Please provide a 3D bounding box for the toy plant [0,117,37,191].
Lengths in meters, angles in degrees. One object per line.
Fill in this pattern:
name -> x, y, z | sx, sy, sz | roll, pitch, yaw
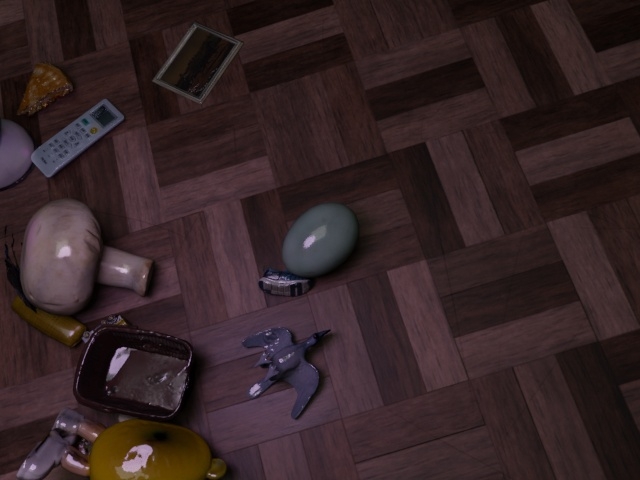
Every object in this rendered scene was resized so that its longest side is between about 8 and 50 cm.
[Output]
toy plant -> -1.007, -0.303, 1.770 | 0.247, 0.332, 0.247 | -2, 73, 7

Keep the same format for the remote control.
remote control -> -0.738, -0.310, 1.886 | 0.293, 0.051, 0.103 | -43, 72, -12

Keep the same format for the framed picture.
framed picture -> -0.387, -0.564, 1.946 | 0.197, 0.014, 0.252 | 27, 77, 15

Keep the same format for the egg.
egg -> 0.000, 0.000, 1.622 | 0.231, 0.168, 0.168 | -44, 72, -5

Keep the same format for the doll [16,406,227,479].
doll -> -0.480, 0.525, 1.459 | 0.423, 0.161, 0.348 | 29, 38, 23

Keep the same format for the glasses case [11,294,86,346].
glasses case -> -0.751, 0.215, 1.700 | 0.234, 0.064, 0.079 | 26, 69, 17

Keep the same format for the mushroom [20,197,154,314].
mushroom -> -0.652, 0.064, 1.622 | 0.356, 0.315, 0.315 | 36, 79, 17

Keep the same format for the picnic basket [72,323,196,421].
picnic basket -> -0.459, 0.342, 1.585 | 0.297, 0.129, 0.222 | 9, 71, 9

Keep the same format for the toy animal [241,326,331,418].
toy animal -> -0.083, 0.317, 1.575 | 0.255, 0.176, 0.239 | -46, 64, 27

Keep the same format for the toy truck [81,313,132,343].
toy truck -> -0.576, 0.249, 1.672 | 0.123, 0.052, 0.062 | -36, 77, -7

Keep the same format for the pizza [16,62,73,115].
pizza -> -0.878, -0.461, 1.952 | 0.188, 0.062, 0.199 | 39, 86, 30

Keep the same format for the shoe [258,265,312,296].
shoe -> -0.093, 0.107, 1.659 | 0.143, 0.063, 0.071 | 4, 53, 3

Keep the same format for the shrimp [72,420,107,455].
shrimp -> -0.570, 0.552, 1.570 | 0.101, 0.042, 0.190 | -21, 69, -12

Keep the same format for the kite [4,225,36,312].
kite -> -0.831, 0.071, 1.692 | 0.015, 0.152, 0.285 | -23, 47, -10
